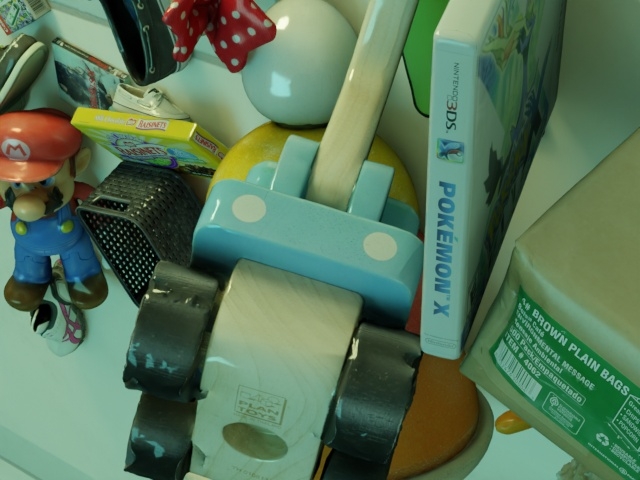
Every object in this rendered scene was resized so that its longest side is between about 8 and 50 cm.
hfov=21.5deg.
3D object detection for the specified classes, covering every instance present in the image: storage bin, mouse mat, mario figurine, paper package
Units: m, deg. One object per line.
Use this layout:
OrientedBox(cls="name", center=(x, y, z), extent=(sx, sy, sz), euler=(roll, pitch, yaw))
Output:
OrientedBox(cls="storage bin", center=(-0.186, 0.005, 1.955), extent=(0.122, 0.084, 0.180), euler=(12, 141, 43))
OrientedBox(cls="mouse mat", center=(0.125, -0.180, 1.507), extent=(0.152, 0.007, 0.190), euler=(16, 135, 40))
OrientedBox(cls="mario figurine", center=(-0.346, -0.019, 2.055), extent=(0.170, 0.198, 0.320), euler=(43, 153, 33))
OrientedBox(cls="paper package", center=(0.325, 0.069, 1.244), extent=(0.325, 0.309, 0.168), euler=(39, 142, 17))

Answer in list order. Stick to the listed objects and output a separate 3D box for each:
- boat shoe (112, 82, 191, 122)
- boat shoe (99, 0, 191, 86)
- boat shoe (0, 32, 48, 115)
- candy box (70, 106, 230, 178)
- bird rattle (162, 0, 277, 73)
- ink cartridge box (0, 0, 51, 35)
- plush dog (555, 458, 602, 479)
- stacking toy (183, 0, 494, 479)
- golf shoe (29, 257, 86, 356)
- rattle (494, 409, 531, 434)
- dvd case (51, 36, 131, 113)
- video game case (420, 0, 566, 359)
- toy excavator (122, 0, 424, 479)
OrientedBox(cls="boat shoe", center=(-0.187, -0.153, 1.873), extent=(0.100, 0.035, 0.035), euler=(19, 110, 27))
OrientedBox(cls="boat shoe", center=(-0.212, -0.265, 1.753), extent=(0.080, 0.076, 0.228), euler=(8, 129, 45))
OrientedBox(cls="boat shoe", center=(-0.388, -0.193, 2.023), extent=(0.069, 0.081, 0.228), euler=(45, 149, -1))
OrientedBox(cls="candy box", center=(-0.178, -0.106, 1.873), extent=(0.206, 0.027, 0.105), euler=(11, 159, 44))
OrientedBox(cls="bird rattle", center=(-0.118, -0.273, 1.580), extent=(0.207, 0.143, 0.254), euler=(135, 111, -81))
OrientedBox(cls="ink cartridge box", center=(-0.365, -0.275, 1.963), extent=(0.115, 0.029, 0.063), euler=(-14, 112, 53))
OrientedBox(cls="plush dog", center=(0.314, 0.236, 1.499), extent=(0.225, 0.262, 0.210), euler=(9, 148, 39))
OrientedBox(cls="stacking toy", center=(0.000, 0.000, 1.640), extent=(0.350, 0.350, 0.480), euler=(18, 117, 39))
OrientedBox(cls="golf shoe", center=(-0.367, 0.103, 2.288), extent=(0.067, 0.086, 0.186), euler=(34, 145, 20))
OrientedBox(cls="rattle", center=(0.261, 0.221, 1.632), extent=(0.130, 0.143, 0.200), euler=(-1, 117, 28))
OrientedBox(cls="dvd case", center=(-0.263, -0.178, 1.955), extent=(0.119, 0.013, 0.087), euler=(28, 141, 27))
OrientedBox(cls="video game case", center=(0.139, -0.126, 1.264), extent=(0.036, 0.329, 0.300), euler=(13, 136, 14))
OrientedBox(cls="toy excavator", center=(0.007, -0.039, 1.407), extent=(0.222, 0.445, 0.433), euler=(15, 144, 3))
